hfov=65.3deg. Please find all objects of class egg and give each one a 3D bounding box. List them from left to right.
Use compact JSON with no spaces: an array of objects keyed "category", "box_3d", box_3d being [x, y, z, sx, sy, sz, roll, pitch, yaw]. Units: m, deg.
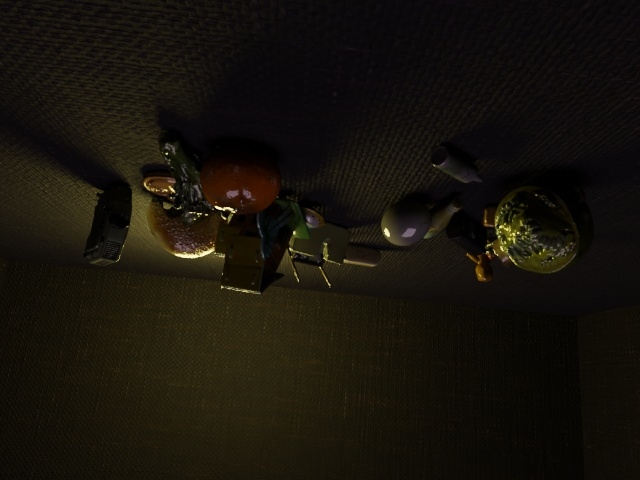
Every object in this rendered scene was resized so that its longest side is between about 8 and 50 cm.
[{"category":"egg","box_3d":[0.280,-0.058,1.626,0.146,0.147,0.198,12,164,-25]}]

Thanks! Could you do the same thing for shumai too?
[{"category":"shumai","box_3d":[-0.456,-0.081,1.763,0.082,0.081,0.083,2,169,0]}]

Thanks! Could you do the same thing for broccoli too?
[{"category":"broccoli","box_3d":[-0.382,-0.195,1.417,0.164,0.146,0.304,-1,152,6]}]

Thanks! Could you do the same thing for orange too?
[{"category":"orange","box_3d":[-0.218,-0.161,1.375,0.223,0.170,0.224,5,167,1]}]

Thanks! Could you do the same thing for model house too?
[{"category":"model house","box_3d":[-0.249,-0.009,1.625,0.300,0.324,0.340,7,145,22]}]

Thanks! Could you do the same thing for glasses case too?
[{"category":"glasses case","box_3d":[0.174,0.066,2.236,0.196,0.083,0.050,8,163,-15]}]

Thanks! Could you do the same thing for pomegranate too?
[{"category":"pomegranate","box_3d":[0.603,-0.025,1.411,0.260,0.261,0.341,11,153,-19]}]

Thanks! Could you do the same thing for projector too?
[{"category":"projector","box_3d":[-0.733,-0.056,1.735,0.088,0.270,0.193,18,160,-39]}]

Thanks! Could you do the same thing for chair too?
[{"category":"chair","box_3d":[-0.034,0.044,2.112,0.188,0.166,0.272,13,-155,-29]}]

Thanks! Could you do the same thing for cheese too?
[{"category":"cheese","box_3d":[-0.090,-0.099,1.761,0.250,0.064,0.156,29,154,-29]}]

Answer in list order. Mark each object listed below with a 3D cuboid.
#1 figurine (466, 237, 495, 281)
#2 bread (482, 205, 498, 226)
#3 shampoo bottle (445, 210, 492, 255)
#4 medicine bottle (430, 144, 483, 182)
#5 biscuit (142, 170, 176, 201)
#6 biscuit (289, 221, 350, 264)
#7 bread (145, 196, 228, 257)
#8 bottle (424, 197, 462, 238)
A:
[{"category":"figurine","box_3d":[0.643,0.073,1.950,0.121,0.176,0.122,6,153,-9]},{"category":"bread","box_3d":[0.591,-0.073,1.610,0.132,0.074,0.053,6,-177,0]},{"category":"shampoo bottle","box_3d":[0.541,-0.013,1.798,0.071,0.098,0.309,-12,158,35]},{"category":"medicine bottle","box_3d":[0.366,-0.187,1.299,0.199,0.058,0.057,19,160,-39]},{"category":"biscuit","box_3d":[-0.474,-0.165,1.695,0.201,0.044,0.289,1,162,14]},{"category":"biscuit","box_3d":[0.000,0.000,1.925,0.249,0.148,0.046,16,172,-33]},{"category":"bread","box_3d":[-0.501,-0.035,1.882,0.313,0.192,0.171,15,163,-31]},{"category":"bottle","box_3d":[0.390,-0.078,1.645,0.083,0.083,0.270,8,161,-9]}]
